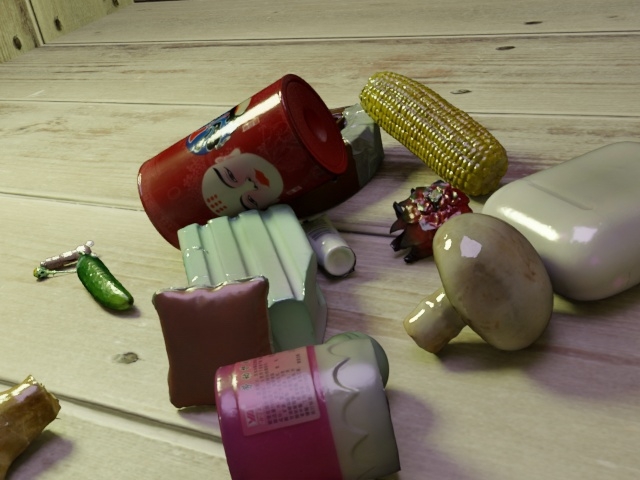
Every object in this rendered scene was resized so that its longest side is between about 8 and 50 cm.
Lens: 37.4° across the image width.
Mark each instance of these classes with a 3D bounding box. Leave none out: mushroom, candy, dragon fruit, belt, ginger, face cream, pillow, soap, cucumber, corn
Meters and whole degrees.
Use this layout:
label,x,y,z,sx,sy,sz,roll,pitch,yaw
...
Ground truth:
label,x,y,z,sx,sy,sz,roll,pitch,yaw
mushroom,0.231,0.075,1.335,0.206,0.209,0.206,16,31,-10
candy,-0.512,0.061,1.821,0.083,0.025,0.023,-3,55,-1
dragon fruit,0.190,-0.035,1.606,0.130,0.121,0.142,-25,5,-38
belt,0.000,-0.172,1.944,0.217,0.122,0.338,8,33,37
ginger,-0.541,0.279,1.246,0.375,0.166,0.236,-11,26,-7
face cream,0.000,0.000,1.688,0.092,0.058,0.244,-23,22,-8
pillow,-0.143,0.143,1.333,0.171,0.179,0.075,-7,11,5
soap,-0.105,0.069,1.522,0.208,0.115,0.347,-15,26,-7
face cream,-0.015,0.216,1.135,0.194,0.175,0.175,-14,27,-1
cucumber,-0.399,0.073,1.711,0.056,0.056,0.250,-24,31,-22
corn,0.215,-0.215,1.826,0.131,0.131,0.344,-28,55,-29

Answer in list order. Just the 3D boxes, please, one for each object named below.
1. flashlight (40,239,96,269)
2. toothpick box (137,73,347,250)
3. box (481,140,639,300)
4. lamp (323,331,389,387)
label,x,y,z,sx,sy,sz,roll,pitch,yaw
flashlight,-0.491,0.035,1.847,0.110,0.031,0.052,-19,52,-5
toothpick box,-0.142,-0.134,1.713,0.333,0.204,0.204,-28,20,24
box,0.447,-0.038,1.474,0.348,0.141,0.288,-21,29,-19
lamp,0.042,0.174,1.270,0.105,0.105,0.105,-10,27,5
